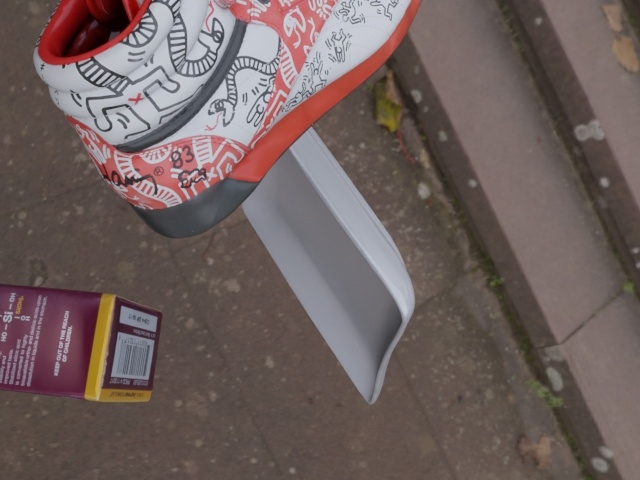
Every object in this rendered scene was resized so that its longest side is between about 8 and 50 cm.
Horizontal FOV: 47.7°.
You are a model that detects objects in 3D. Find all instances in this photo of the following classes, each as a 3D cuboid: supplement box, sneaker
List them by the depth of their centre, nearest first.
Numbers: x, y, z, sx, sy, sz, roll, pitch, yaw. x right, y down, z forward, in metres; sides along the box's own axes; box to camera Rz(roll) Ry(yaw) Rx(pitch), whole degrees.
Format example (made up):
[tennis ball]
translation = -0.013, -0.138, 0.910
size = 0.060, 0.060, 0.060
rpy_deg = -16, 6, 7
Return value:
[sneaker]
translation = -0.036, -0.140, 0.409
size = 0.270, 0.090, 0.145
rpy_deg = -51, 142, -18
[supplement box]
translation = -0.239, 0.082, 0.589
size = 0.188, 0.104, 0.081
rpy_deg = 4, 77, 9

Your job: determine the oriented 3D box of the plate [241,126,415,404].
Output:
[plate]
translation = 0.000, 0.000, 0.689
size = 0.045, 0.278, 0.277
rpy_deg = -29, 68, -16
